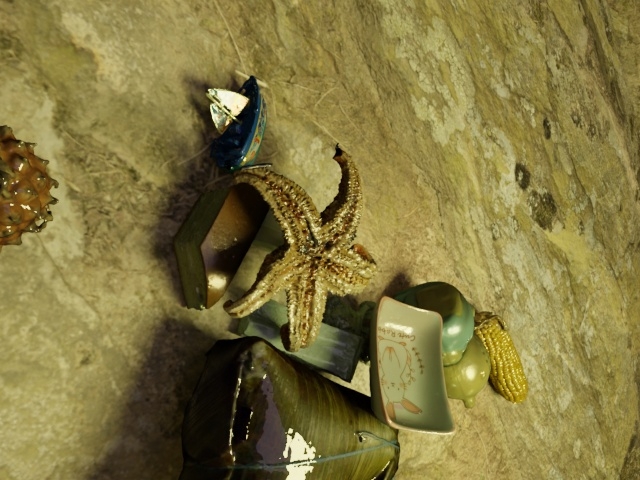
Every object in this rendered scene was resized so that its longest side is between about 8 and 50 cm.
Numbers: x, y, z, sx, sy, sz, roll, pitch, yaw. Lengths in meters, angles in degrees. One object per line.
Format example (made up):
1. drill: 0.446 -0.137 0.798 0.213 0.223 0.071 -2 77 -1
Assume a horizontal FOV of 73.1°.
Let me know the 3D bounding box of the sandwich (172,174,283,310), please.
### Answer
1. sandwich: -0.155 -0.016 0.686 0.096 0.094 0.258 39 65 -34

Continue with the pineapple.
1. pineapple: -0.374 -0.060 0.466 0.166 0.193 0.166 4 84 -40

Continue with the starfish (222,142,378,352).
1. starfish: -0.031 0.014 0.659 0.312 0.113 0.303 -42 118 -31

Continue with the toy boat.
1. toy boat: -0.142 -0.207 0.705 0.110 0.091 0.175 36 62 -47

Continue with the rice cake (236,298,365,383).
1. rice cake: -0.034 0.166 0.751 0.226 0.040 0.085 25 73 -9

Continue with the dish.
1. dish: 0.141 0.216 0.739 0.151 0.077 0.212 20 53 -26

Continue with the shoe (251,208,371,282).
1. shoe: 0.000 0.000 0.800 0.265 0.095 0.110 22 74 -31

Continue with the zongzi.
1. zongzi: -0.048 0.406 0.639 0.403 0.208 0.432 35 52 -32

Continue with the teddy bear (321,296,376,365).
1. teddy bear: 0.079 0.176 0.837 0.213 0.111 0.133 27 68 -33

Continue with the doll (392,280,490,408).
1. doll: 0.268 0.224 0.930 0.177 0.161 0.260 -94 159 -58

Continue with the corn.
1. corn: 0.468 0.304 1.125 0.106 0.106 0.293 -45 115 -29
